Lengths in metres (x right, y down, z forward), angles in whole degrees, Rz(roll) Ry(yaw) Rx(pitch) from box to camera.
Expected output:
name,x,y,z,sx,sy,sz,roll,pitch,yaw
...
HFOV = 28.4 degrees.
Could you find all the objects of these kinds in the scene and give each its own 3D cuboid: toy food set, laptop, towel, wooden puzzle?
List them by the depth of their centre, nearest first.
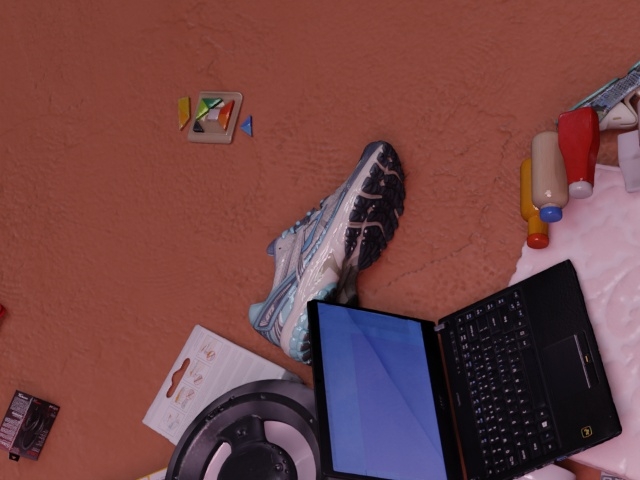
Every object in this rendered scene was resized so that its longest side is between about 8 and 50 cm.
name,x,y,z,sx,sy,sz,roll,pitch,yaw
laptop,0.138,0.125,1.294,0.264,0.136,0.234,-27,42,21
towel,0.336,0.086,1.327,0.317,0.053,0.332,14,76,40
toy food set,0.303,-0.072,1.328,0.232,0.111,0.104,-13,60,32
wooden puzzle,-0.142,-0.165,1.681,0.116,0.014,0.078,-3,70,22

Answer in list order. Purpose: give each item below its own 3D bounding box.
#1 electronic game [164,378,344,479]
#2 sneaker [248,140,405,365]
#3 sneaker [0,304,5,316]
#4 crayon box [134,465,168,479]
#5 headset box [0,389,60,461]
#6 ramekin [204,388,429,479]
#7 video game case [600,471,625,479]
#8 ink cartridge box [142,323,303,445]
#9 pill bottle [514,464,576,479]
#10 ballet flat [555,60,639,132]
name,x,y,z,sx,sy,sz,roll,pitch,yaw
electronic game,-0.065,0.254,1.312,0.229,0.048,0.229,-13,59,23
sneaker,0.000,0.000,1.505,0.122,0.110,0.283,21,80,32
sneaker,-0.474,0.145,1.666,0.128,0.087,0.221,-33,62,10
crayon box,-0.182,0.412,1.439,0.165,0.081,0.278,-23,63,14
headset box,-0.374,0.238,1.599,0.032,0.062,0.083,15,76,28
ramekin,0.009,0.309,1.365,0.277,0.135,0.277,-8,68,20
video game case,0.345,0.278,1.301,0.119,0.015,0.166,3,72,24
ink cartridge box,-0.121,0.197,1.530,0.179,0.045,0.145,21,80,47
pill bottle,0.188,0.330,1.288,0.121,0.121,0.216,13,76,27
ballet flat,0.358,-0.166,1.441,0.188,0.070,0.070,-38,61,10
